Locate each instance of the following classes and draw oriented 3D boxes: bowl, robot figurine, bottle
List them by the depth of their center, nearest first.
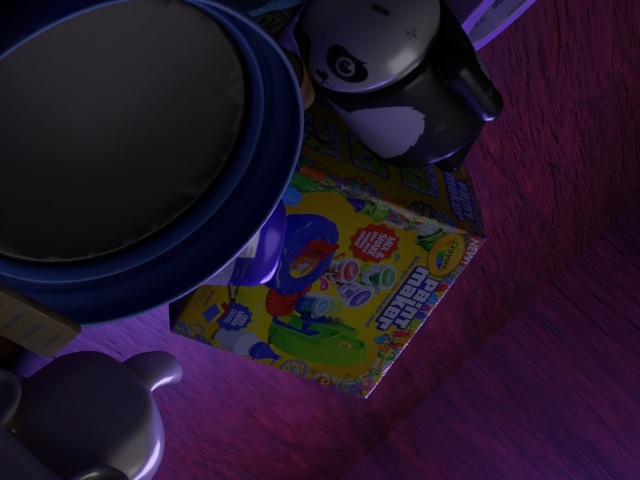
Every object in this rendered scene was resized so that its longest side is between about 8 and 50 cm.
[{"bbox_3d":[-0.207,-0.087,1.614,0.391,0.077,0.391,-18,136,-19],"label":"bowl"},{"bbox_3d":[-0.183,-0.012,1.818,0.282,0.092,0.118,2,125,-19],"label":"bottle"},{"bbox_3d":[0.086,-0.189,1.876,0.209,0.174,0.278,-20,141,18],"label":"robot figurine"}]

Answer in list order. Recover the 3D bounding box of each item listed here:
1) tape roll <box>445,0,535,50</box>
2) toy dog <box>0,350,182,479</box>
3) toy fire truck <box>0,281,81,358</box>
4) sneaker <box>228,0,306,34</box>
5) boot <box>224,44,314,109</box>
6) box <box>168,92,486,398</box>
[{"bbox_3d":[0.214,-0.333,2.036,0.275,0.090,0.275,-42,172,-7],"label":"tape roll"},{"bbox_3d":[-0.356,0.321,2.143,0.395,0.284,0.408,-53,170,-35],"label":"toy dog"},{"bbox_3d":[-0.356,0.040,1.457,0.217,0.246,0.158,-38,-179,36],"label":"toy fire truck"},{"bbox_3d":[-0.082,-0.235,1.762,0.188,0.067,0.078,-20,144,-55],"label":"sneaker"},{"bbox_3d":[-0.138,-0.144,1.781,0.248,0.090,0.207,-28,159,13],"label":"boot"},{"bbox_3d":[0.000,0.000,2.042,0.279,0.177,0.290,20,124,-21],"label":"box"}]
